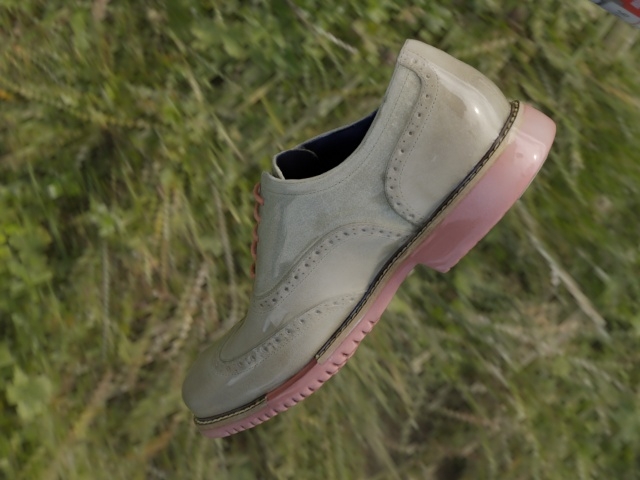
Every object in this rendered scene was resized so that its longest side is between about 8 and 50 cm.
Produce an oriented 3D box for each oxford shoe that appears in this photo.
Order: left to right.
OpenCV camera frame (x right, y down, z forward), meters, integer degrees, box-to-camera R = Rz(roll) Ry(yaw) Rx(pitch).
[{"bbox_3d":[0.000,0.000,1.371,0.146,0.140,0.397,39,118,-10],"label":"oxford shoe"}]

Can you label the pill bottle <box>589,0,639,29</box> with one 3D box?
[{"bbox_3d":[0.097,-0.242,0.929,0.283,0.161,0.161,29,103,-7],"label":"pill bottle"}]
